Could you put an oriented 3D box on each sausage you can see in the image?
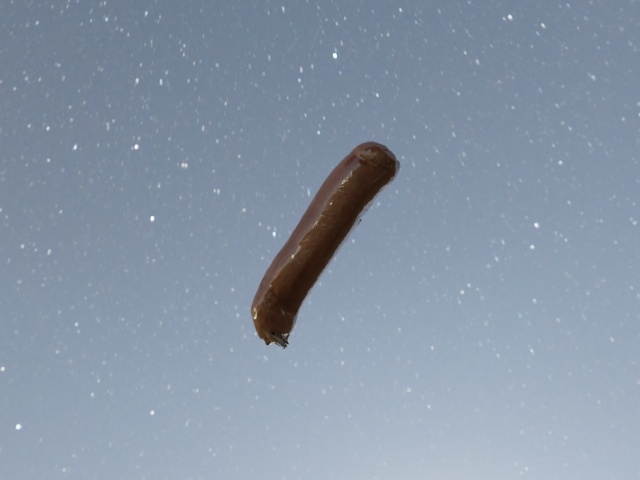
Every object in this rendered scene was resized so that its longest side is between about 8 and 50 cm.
[{"bbox_3d":[0.000,0.000,0.469,0.158,0.042,0.036,-58,-33,-7],"label":"sausage"}]
